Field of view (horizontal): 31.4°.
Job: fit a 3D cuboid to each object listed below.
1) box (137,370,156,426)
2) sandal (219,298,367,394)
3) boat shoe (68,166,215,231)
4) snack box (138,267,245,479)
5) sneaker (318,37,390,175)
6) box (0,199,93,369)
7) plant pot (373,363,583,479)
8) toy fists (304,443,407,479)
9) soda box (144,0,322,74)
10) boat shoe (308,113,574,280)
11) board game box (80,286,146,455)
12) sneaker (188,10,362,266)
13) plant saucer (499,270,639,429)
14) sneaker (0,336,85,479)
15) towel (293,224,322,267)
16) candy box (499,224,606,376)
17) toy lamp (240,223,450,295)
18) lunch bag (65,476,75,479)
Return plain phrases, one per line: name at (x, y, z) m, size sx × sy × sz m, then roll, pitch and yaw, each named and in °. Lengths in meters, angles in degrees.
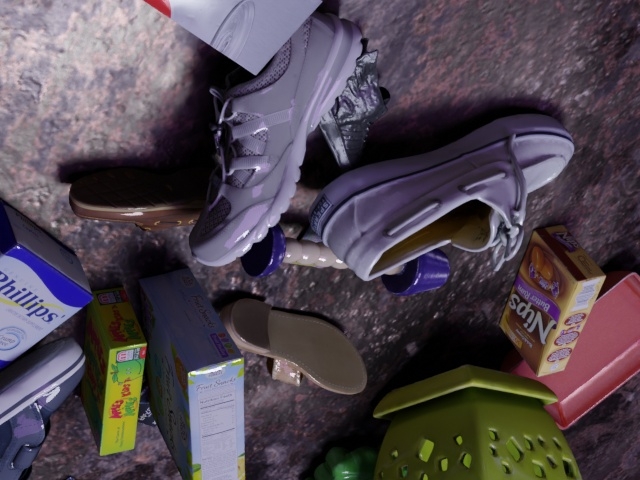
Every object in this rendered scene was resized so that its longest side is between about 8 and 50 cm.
box at (-0.207, 0.194, 1.423) m, size 0.083 × 0.018 × 0.067 m, roll -45°, pitch 137°, yaw 15°
sandal at (-0.049, 0.138, 1.442) m, size 0.079 × 0.088 × 0.240 m, roll -21°, pitch 143°, yaw 40°
boat shoe at (-0.175, -0.035, 1.179) m, size 0.178 × 0.064 × 0.060 m, roll -4°, pitch 133°, yaw -33°
snack box at (-0.145, 0.165, 1.295) m, size 0.070 × 0.174 × 0.207 m, roll -15°, pitch 130°, yaw -20°
sneaker at (0.041, -0.133, 1.224) m, size 0.089 × 0.051 × 0.170 m, roll -27°, pitch 136°, yaw 1°
box at (-0.329, 0.049, 1.162) m, size 0.137 × 0.072 × 0.126 m, roll -38°, pitch 140°, yaw 6°
plant pot at (0.214, 0.302, 1.610) m, size 0.227 × 0.207 × 0.228 m, roll 15°, pitch 150°, yaw -39°
toy fists at (0.027, 0.418, 1.738) m, size 0.142 × 0.096 × 0.279 m, roll -14°, pitch 136°, yaw -35°
soda box at (-0.132, -0.257, 0.963) m, size 0.098 × 0.091 × 0.286 m, roll -45°, pitch 138°, yaw 15°
boat shoe at (0.176, -0.033, 1.293) m, size 0.367 × 0.156 × 0.135 m, roll -17°, pitch 147°, yaw -33°
board game box at (-0.239, 0.151, 1.304) m, size 0.043 × 0.092 × 0.181 m, roll -8°, pitch 134°, yaw -24°
sneaker at (-0.073, -0.111, 1.129) m, size 0.115 × 0.105 × 0.281 m, roll 25°, pitch 91°, yaw -28°
plant saucer at (0.413, 0.163, 1.754) m, size 0.259 × 0.047 × 0.258 m, roll -41°, pitch 139°, yaw 12°
sneaker at (-0.365, 0.233, 1.261) m, size 0.321 × 0.126 × 0.127 m, roll -34°, pitch 102°, yaw 14°
towel at (0.000, 0.000, 1.364) m, size 0.060 × 0.009 × 0.083 m, roll 11°, pitch 123°, yaw -38°
candy box at (0.315, 0.085, 1.567) m, size 0.053 × 0.109 × 0.186 m, roll -11°, pitch 135°, yaw -23°
toy lamp at (0.038, 0.023, 1.343) m, size 0.275 × 0.080 × 0.080 m, roll 6°, pitch 127°, yaw -35°
lunch bag at (-0.315, 0.361, 1.474) m, size 0.053 × 0.083 × 0.071 m, roll -32°, pitch 140°, yaw -1°
